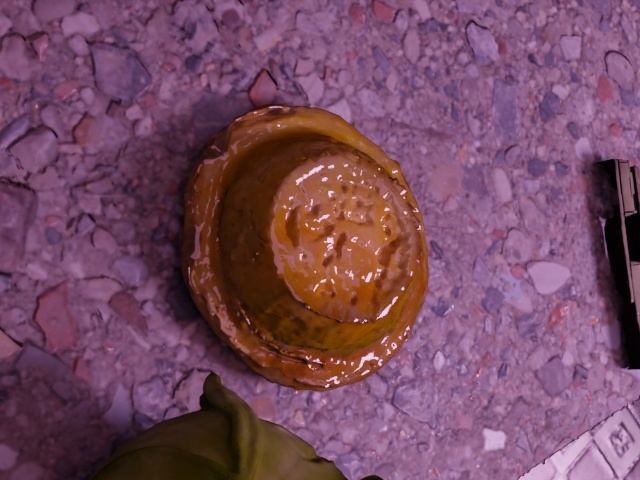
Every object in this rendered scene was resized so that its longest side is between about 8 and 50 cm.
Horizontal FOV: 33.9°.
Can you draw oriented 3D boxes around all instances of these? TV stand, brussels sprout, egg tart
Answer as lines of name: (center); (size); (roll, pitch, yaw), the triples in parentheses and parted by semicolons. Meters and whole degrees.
TV stand: (0.365, 0.028, 1.246); (0.042, 0.036, 0.249); (-4, 86, -30)
brussels sprout: (-0.075, 0.265, 0.870); (0.294, 0.227, 0.259); (-41, 94, 8)
egg tart: (0.000, 0.000, 1.013); (0.288, 0.118, 0.288); (5, 79, -24)

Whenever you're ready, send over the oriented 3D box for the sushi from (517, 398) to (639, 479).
sushi: (0.337, 0.390, 1.168); (0.320, 0.069, 0.339); (-23, 95, -29)
